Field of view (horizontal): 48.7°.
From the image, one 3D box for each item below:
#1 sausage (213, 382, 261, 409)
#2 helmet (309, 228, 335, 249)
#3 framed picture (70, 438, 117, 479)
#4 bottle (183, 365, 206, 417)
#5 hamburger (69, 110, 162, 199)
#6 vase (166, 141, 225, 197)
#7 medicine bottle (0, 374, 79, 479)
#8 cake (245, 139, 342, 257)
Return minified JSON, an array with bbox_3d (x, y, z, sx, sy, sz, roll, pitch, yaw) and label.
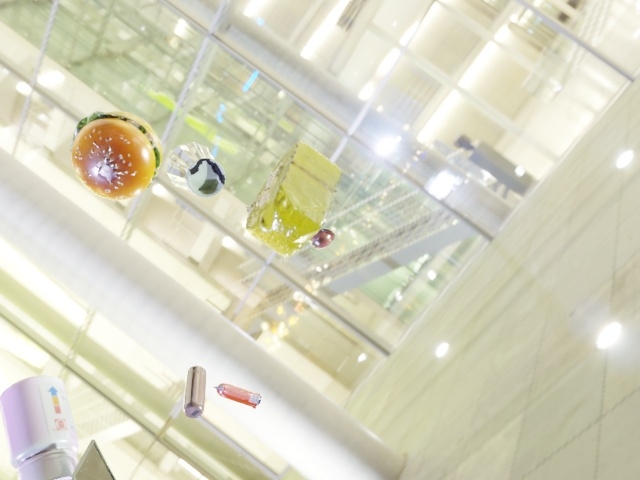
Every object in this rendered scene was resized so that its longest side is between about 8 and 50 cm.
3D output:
[{"bbox_3d":[-0.235,0.428,1.968,0.050,0.145,0.048,-40,37,39],"label":"sausage"},{"bbox_3d":[0.001,0.001,2.143,0.084,0.065,0.049,-18,38,42],"label":"helmet"},{"bbox_3d":[-0.487,0.524,1.536,0.109,0.011,0.149,-74,-29,-59],"label":"framed picture"},{"bbox_3d":[-0.319,0.384,1.803,0.053,0.053,0.140,-55,24,31],"label":"bottle"},{"bbox_3d":[-0.543,-0.216,1.853,0.246,0.246,0.170,-55,12,23],"label":"hamburger"},{"bbox_3d":[-0.383,-0.214,2.199,0.165,0.165,0.360,-53,22,-1],"label":"vase"},{"bbox_3d":[-0.638,0.451,1.620,0.152,0.254,0.152,-19,-29,-11],"label":"medicine bottle"},{"bbox_3d":[-0.064,-0.083,1.575,0.179,0.156,0.260,-45,16,46],"label":"cake"}]
